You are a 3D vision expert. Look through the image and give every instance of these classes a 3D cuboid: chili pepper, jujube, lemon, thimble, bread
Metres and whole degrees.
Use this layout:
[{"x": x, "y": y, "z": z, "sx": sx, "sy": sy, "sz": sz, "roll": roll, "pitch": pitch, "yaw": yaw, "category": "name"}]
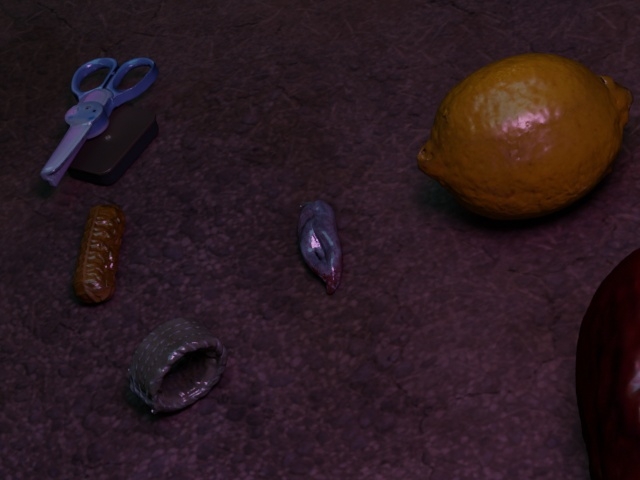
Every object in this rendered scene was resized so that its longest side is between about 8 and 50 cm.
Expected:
[{"x": -0.001, "y": 0.000, "z": 1.994, "sx": 0.050, "sy": 0.041, "sz": 0.153, "roll": -51, "pitch": 30, "yaw": 32, "category": "chili pepper"}, {"x": 0.342, "y": 0.149, "z": 1.572, "sx": 0.223, "sy": 0.223, "sz": 0.318, "roll": -5, "pitch": 56, "yaw": 18, "category": "jujube"}, {"x": 0.233, "y": -0.117, "z": 1.910, "sx": 0.256, "sy": 0.188, "sz": 0.188, "roll": -16, "pitch": 42, "yaw": 0, "category": "lemon"}, {"x": -0.161, "y": 0.140, "z": 1.879, "sx": 0.110, "sy": 0.084, "sz": 0.062, "roll": -44, "pitch": 44, "yaw": -6, "category": "thimble"}, {"x": -0.272, "y": 0.016, "z": 2.083, "sx": 0.052, "sy": 0.044, "sz": 0.157, "roll": -6, "pitch": 44, "yaw": 9, "category": "bread"}]

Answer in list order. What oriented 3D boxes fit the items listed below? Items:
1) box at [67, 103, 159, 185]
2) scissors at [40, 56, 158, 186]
[{"x": -0.277, "y": -0.127, "z": 2.244, "sx": 0.091, "sy": 0.031, "sz": 0.126, "roll": 13, "pitch": 53, "yaw": 32, "category": "box"}, {"x": -0.308, "y": -0.162, "z": 2.245, "sx": 0.125, "sy": 0.030, "sz": 0.256, "roll": 0, "pitch": 43, "yaw": 24, "category": "scissors"}]
